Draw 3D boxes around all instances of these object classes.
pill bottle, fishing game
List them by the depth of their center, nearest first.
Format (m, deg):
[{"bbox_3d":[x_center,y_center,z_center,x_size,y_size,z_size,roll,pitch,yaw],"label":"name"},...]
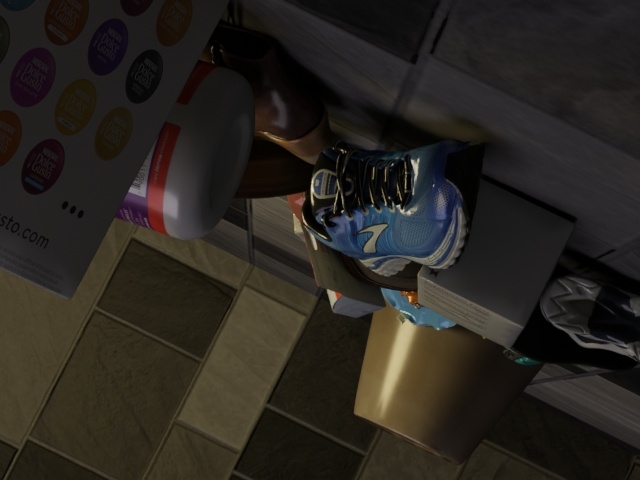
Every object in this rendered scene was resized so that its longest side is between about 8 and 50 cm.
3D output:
[{"bbox_3d":[-0.241,-0.128,1.576,0.323,0.181,0.181,18,171,12],"label":"pill bottle"},{"bbox_3d":[0.134,0.056,2.243,0.264,0.041,0.189,28,136,27],"label":"fishing game"}]

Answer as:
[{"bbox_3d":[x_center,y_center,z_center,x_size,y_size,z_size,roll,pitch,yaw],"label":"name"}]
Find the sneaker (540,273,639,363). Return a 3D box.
[{"bbox_3d":[0.385,0.105,1.914,0.235,0.094,0.153,15,-176,3],"label":"sneaker"}]

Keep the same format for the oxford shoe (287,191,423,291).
[{"bbox_3d":[0.096,-0.008,2.007,0.130,0.123,0.348,11,167,38],"label":"oxford shoe"}]

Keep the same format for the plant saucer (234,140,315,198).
[{"bbox_3d":[-0.115,-0.109,1.834,0.278,0.041,0.278,3,-160,-1],"label":"plant saucer"}]

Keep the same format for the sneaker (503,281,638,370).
[{"bbox_3d":[0.279,0.102,2.062,0.296,0.123,0.178,18,173,-34],"label":"sneaker"}]

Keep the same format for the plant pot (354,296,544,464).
[{"bbox_3d":[0.197,0.190,2.418,0.323,0.280,0.323,25,172,4],"label":"plant pot"}]

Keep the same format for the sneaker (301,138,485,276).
[{"bbox_3d":[0.066,-0.038,1.637,0.147,0.129,0.330,17,163,-17],"label":"sneaker"}]

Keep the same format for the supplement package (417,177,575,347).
[{"bbox_3d":[0.201,0.030,1.800,0.134,0.139,0.244,26,174,7],"label":"supplement package"}]

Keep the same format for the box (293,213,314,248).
[{"bbox_3d":[0.029,-0.003,2.418,0.067,0.063,0.324,-9,163,14],"label":"box"}]

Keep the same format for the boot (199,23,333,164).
[{"bbox_3d":[-0.103,-0.185,1.695,0.248,0.090,0.207,23,160,35],"label":"boot"}]

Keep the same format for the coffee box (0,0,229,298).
[{"bbox_3d":[-0.346,-0.199,1.330,0.338,0.334,0.337,25,174,28],"label":"coffee box"}]

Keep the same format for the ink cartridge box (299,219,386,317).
[{"bbox_3d":[0.000,0.000,2.070,0.066,0.189,0.232,-24,162,23],"label":"ink cartridge box"}]
